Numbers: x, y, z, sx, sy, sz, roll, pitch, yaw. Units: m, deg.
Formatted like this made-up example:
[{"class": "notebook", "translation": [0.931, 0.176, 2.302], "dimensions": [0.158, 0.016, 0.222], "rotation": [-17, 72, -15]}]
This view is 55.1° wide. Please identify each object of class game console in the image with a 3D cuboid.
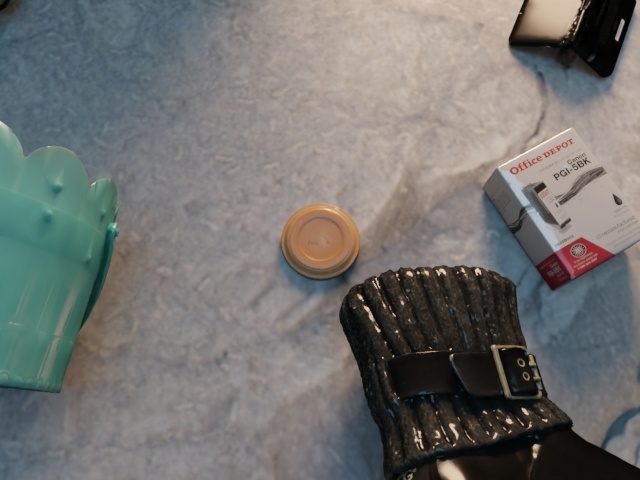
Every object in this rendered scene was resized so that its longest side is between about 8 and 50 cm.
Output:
[{"class": "game console", "translation": [0.300, -0.260, 0.726], "dimensions": [0.107, 0.071, 0.122], "rotation": [31, 74, -22]}]

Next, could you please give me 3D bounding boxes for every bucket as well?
[{"class": "bucket", "translation": [-0.322, 0.022, 0.510], "dimensions": [0.281, 0.281, 0.183], "rotation": [6, 73, 2]}]

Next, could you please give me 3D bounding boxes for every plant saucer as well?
[{"class": "plant saucer", "translation": [0.000, 0.000, 0.644], "dimensions": [0.084, 0.013, 0.083], "rotation": [0, 72, 1]}]

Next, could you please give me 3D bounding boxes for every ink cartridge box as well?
[{"class": "ink cartridge box", "translation": [0.249, -0.033, 0.631], "dimensions": [0.099, 0.056, 0.135], "rotation": [-29, 75, -8]}]

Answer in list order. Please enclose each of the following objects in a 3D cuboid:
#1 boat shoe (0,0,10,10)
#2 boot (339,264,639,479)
[{"class": "boat shoe", "translation": [-0.400, -0.303, 0.700], "dimensions": [0.092, 0.103, 0.285], "rotation": [32, 79, 4]}, {"class": "boot", "translation": [0.190, 0.160, 0.535], "dimensions": [0.348, 0.131, 0.260], "rotation": [17, 38, -24]}]
